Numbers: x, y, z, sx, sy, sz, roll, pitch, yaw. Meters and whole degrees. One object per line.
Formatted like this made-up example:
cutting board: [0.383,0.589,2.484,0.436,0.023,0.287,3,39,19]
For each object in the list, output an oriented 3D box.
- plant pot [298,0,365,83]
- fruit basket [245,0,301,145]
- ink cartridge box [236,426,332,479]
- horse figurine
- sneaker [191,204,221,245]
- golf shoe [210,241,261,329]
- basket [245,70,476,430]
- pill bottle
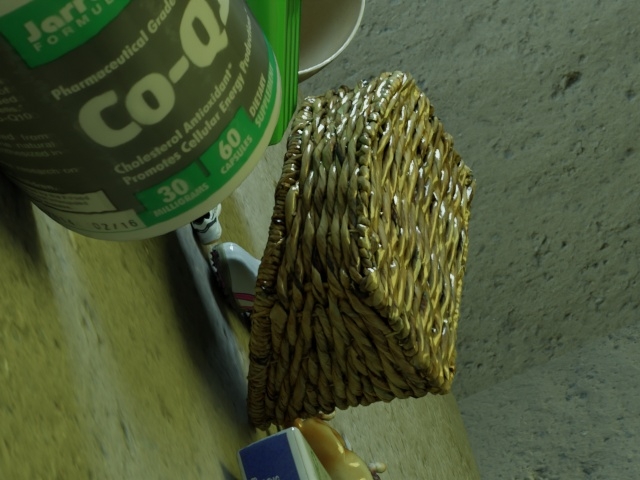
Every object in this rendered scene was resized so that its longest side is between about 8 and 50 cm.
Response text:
plant pot: [-0.113,-0.285,1.815,0.284,0.284,0.191,66,-29,11]
fruit basket: [-0.122,-0.268,1.349,0.392,0.283,0.392,-10,90,-86]
ink cartridge box: [0.042,0.370,1.287,0.330,0.071,0.324,63,5,-53]
horse figurine: [0.024,0.233,1.530,0.263,0.066,0.174,49,7,-6]
sneaker: [-0.125,-0.034,1.604,0.083,0.032,0.037,-109,172,-47]
golf shoe: [-0.058,0.048,1.613,0.186,0.086,0.067,54,15,-55]
basket: [0.000,0.000,1.428,0.213,0.223,0.299,53,35,-38]
pill bottle: [-0.175,-0.168,0.916,0.361,0.204,0.204,56,11,-55]
